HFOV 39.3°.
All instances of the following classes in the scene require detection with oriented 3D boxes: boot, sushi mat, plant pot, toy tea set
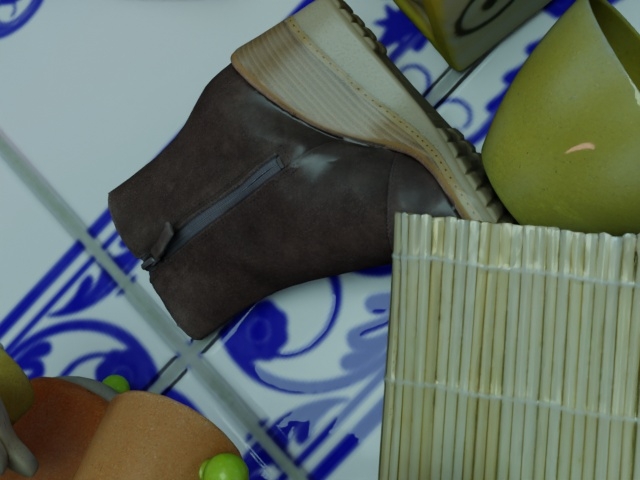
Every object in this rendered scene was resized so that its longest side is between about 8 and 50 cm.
[{"bbox_3d":[0.000,0.000,0.545,0.207,0.090,0.248,-42,74,19],"label":"boot"},{"bbox_3d":[0.100,0.147,0.455,0.151,0.019,0.316,4,95,16],"label":"sushi mat"},{"bbox_3d":[0.145,-0.052,0.485,0.095,0.134,0.134,-36,69,30],"label":"plant pot"},{"bbox_3d":[-0.064,0.122,0.470,0.336,0.200,0.124,18,49,14],"label":"toy tea set"}]

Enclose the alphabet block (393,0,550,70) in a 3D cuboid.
[{"bbox_3d":[0.088,-0.252,0.504,0.197,0.192,0.193,-37,69,4],"label":"alphabet block"}]
